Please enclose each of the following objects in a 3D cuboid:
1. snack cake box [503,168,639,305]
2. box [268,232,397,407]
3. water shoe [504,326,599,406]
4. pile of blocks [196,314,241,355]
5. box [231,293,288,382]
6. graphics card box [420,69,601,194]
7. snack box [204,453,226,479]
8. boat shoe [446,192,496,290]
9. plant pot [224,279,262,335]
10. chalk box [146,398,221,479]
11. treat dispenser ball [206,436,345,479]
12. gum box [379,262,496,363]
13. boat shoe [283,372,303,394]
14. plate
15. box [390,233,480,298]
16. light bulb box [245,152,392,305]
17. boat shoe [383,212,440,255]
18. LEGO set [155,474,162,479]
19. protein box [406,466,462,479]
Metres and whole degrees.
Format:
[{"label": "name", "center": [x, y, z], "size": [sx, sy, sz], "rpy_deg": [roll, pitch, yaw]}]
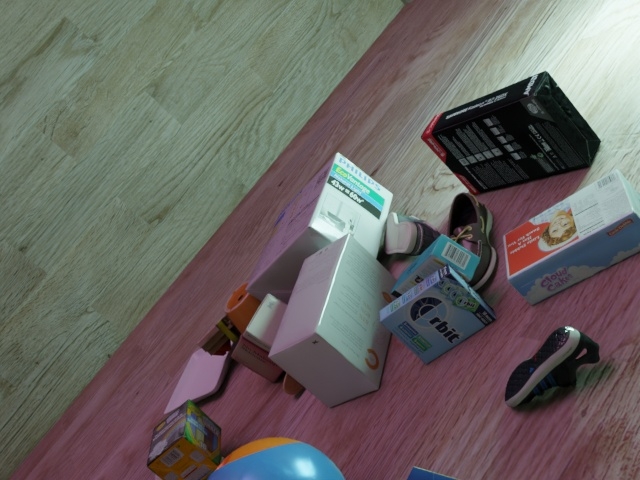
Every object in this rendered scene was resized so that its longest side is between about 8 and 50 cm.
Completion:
[{"label": "snack cake box", "center": [0.491, -0.003, 1.301], "size": [0.264, 0.089, 0.152], "rpy_deg": [-34, 25, 31]}, {"label": "box", "center": [0.046, 0.190, 1.641], "size": [0.168, 0.215, 0.345], "rpy_deg": [-31, 24, 36]}, {"label": "water shoe", "center": [0.383, 0.228, 1.118], "size": [0.203, 0.080, 0.073], "rpy_deg": [-62, 1, 43]}, {"label": "pile of blocks", "center": [-0.242, 0.255, 2.195], "size": [0.362, 0.112, 0.149], "rpy_deg": [-45, 2, -29]}, {"label": "box", "center": [-0.135, 0.272, 1.832], "size": [0.127, 0.148, 0.232], "rpy_deg": [-59, 0, -32]}, {"label": "graphics card box", "center": [0.451, -0.246, 1.632], "size": [0.371, 0.233, 0.094], "rpy_deg": [-13, 38, 58]}, {"label": "snack box", "center": [-0.318, 0.626, 1.751], "size": [0.174, 0.070, 0.207], "rpy_deg": [-52, 22, -18]}, {"label": "boat shoe", "center": [0.346, -0.001, 1.581], "size": [0.109, 0.091, 0.305], "rpy_deg": [-33, 24, 32]}, {"label": "plant pot", "center": [-0.186, 0.228, 2.064], "size": [0.205, 0.188, 0.205], "rpy_deg": [-40, 21, 19]}, {"label": "chalk box", "center": [-0.345, 0.517, 1.730], "size": [0.132, 0.132, 0.213], "rpy_deg": [-40, 18, 8]}, {"label": "treat dispenser ball", "center": [-0.080, 0.501, 1.197], "size": [0.288, 0.288, 0.288], "rpy_deg": [-39, 21, 19]}, {"label": "gum box", "center": [0.242, 0.156, 1.397], "size": [0.184, 0.157, 0.041], "rpy_deg": [-38, 22, 21]}, {"label": "boat shoe", "center": [-0.052, 0.340, 1.791], "size": [0.170, 0.063, 0.059], "rpy_deg": [-60, 1, -31]}, {"label": "plate", "center": [-0.383, 0.445, 2.255], "size": [0.277, 0.045, 0.278], "rpy_deg": [-33, 24, 34]}, {"label": "box", "center": [0.249, 0.081, 1.484], "size": [0.060, 0.100, 0.244], "rpy_deg": [-58, 1, -28]}, {"label": "light bulb box", "center": [0.000, 0.000, 1.999], "size": [0.358, 0.225, 0.361], "rpy_deg": [-43, 18, 40]}, {"label": "boat shoe", "center": [0.243, -0.011, 1.835], "size": [0.319, 0.099, 0.116], "rpy_deg": [-147, 64, -81]}, {"label": "LEGO set", "center": [-0.437, 0.647, 1.969], "size": [0.182, 0.060, 0.244], "rpy_deg": [-41, 20, 4]}, {"label": "protein box", "center": [0.192, 0.460, 0.954], "size": [0.201, 0.136, 0.200], "rpy_deg": [-11, 40, 58]}]
